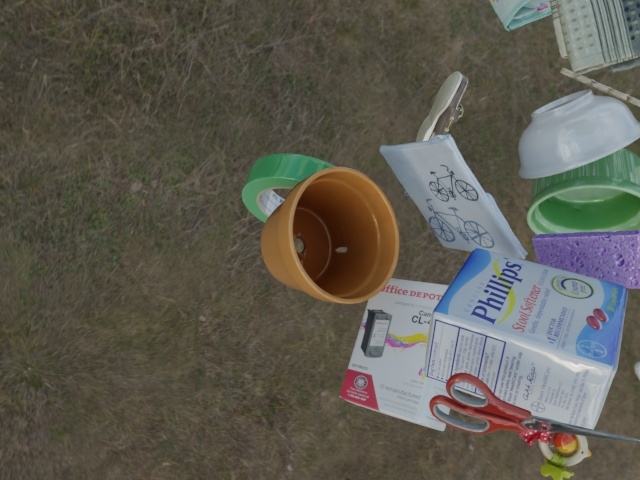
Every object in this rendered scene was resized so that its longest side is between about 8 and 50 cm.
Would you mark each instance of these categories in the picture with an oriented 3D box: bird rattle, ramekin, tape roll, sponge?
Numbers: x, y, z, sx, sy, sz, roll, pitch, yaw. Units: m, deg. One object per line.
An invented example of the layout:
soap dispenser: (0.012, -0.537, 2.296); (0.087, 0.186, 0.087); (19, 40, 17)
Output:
bird rattle: (0.851, 0.730, 2.154); (0.207, 0.143, 0.253); (-28, 66, 14)
ramekin: (0.699, -0.118, 1.553); (0.304, 0.303, 0.148); (22, 61, -20)
tape roll: (-0.045, -0.108, 1.581); (0.321, 0.321, 0.077); (25, 64, -19)
sponge: (0.553, 0.040, 1.229); (0.031, 0.210, 0.117); (-33, 113, -45)

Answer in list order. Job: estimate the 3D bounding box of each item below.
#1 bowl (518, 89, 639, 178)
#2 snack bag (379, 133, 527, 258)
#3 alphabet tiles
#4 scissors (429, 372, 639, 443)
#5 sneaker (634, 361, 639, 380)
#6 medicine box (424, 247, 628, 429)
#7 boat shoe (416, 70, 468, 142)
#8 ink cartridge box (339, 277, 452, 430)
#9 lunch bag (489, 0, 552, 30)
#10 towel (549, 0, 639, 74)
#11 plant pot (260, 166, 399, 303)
bowl: (0.595, -0.269, 1.418); (0.298, 0.298, 0.134); (-30, 101, -28)
snack bag: (0.298, -0.103, 1.398); (0.037, 0.323, 0.342); (-41, 107, -13)
alphabet tiles: (0.925, -0.497, 1.944); (0.284, 0.021, 0.278); (33, 24, 21)
scissors: (0.315, 0.278, 0.896); (0.297, 0.108, 0.021); (18, 32, 8)
sneaker: (0.967, 0.422, 1.721); (0.212, 0.080, 0.094); (46, 42, -37)
medicine box: (0.370, 0.163, 1.070); (0.263, 0.290, 0.149); (-41, 141, -51)
boat shoe: (0.461, -0.465, 2.181); (0.097, 0.324, 0.116); (14, 40, -13)
ink cartridge box: (0.201, 0.252, 1.372); (0.131, 0.226, 0.306); (30, 71, -46)
lunch bag: (0.423, -0.562, 1.138); (0.160, 0.262, 0.223); (-11, 76, -49)
towel: (0.527, -0.442, 0.951); (0.056, 0.313, 0.323); (18, 63, -65)
plant pot: (0.000, 0.000, 1.320); (0.291, 0.204, 0.290); (7, 78, -35)
